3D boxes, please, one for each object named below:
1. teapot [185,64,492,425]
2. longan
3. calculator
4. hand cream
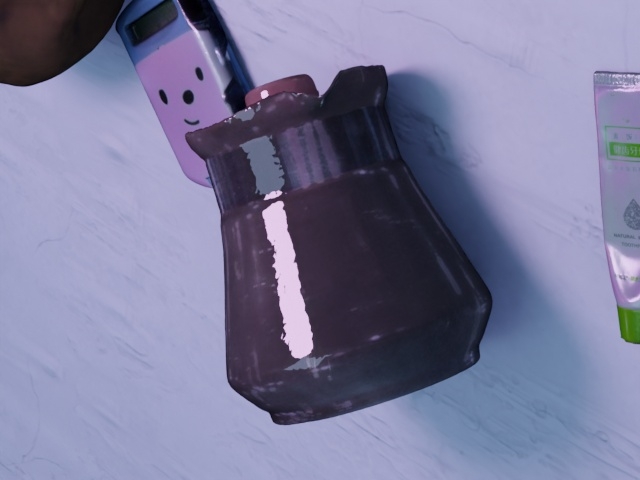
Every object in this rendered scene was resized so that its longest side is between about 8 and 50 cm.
[{"bbox_3d":[0.000,0.000,1.665,0.376,0.306,0.361,163,91,-72],"label":"teapot"},{"bbox_3d":[-0.376,-0.356,1.845,0.288,0.288,0.350,46,136,19],"label":"longan"},{"bbox_3d":[-0.163,-0.204,1.871,0.173,0.051,0.293,-22,95,51],"label":"calculator"},{"bbox_3d":[0.319,-0.033,1.476,0.079,0.050,0.275,-2,107,18],"label":"hand cream"}]
